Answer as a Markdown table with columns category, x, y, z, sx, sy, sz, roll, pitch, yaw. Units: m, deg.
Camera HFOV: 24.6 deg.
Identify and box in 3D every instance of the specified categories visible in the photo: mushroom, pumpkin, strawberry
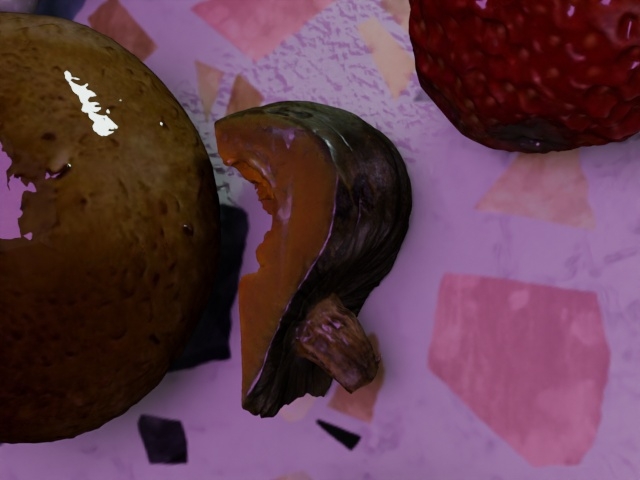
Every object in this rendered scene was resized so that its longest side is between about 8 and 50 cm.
| category | x | y | z | sx | sy | sz | roll | pitch | yaw |
| --- | --- | --- | --- | --- | --- | --- | --- | --- | --- |
| mushroom | -0.254 | 0.012 | 1.201 | 0.334 | 0.356 | 0.331 | -19 | 68 | -19 |
| pumpkin | 0.003 | 0.004 | 1.121 | 0.126 | 0.131 | 0.248 | -12 | 79 | 21 |
| strawberry | 0.187 | -0.208 | 0.997 | 0.310 | 0.292 | 0.292 | -45 | 68 | 4 |

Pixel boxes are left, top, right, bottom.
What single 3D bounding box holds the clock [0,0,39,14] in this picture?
| category | x | y | z | sx | sy | sz | roll | pitch | yaw |
| --- | --- | --- | --- | --- | --- | --- | --- | --- | --- |
| clock | -0.268 | -0.288 | 1.279 | 0.243 | 0.146 | 0.199 | -20 | 70 | 27 |
